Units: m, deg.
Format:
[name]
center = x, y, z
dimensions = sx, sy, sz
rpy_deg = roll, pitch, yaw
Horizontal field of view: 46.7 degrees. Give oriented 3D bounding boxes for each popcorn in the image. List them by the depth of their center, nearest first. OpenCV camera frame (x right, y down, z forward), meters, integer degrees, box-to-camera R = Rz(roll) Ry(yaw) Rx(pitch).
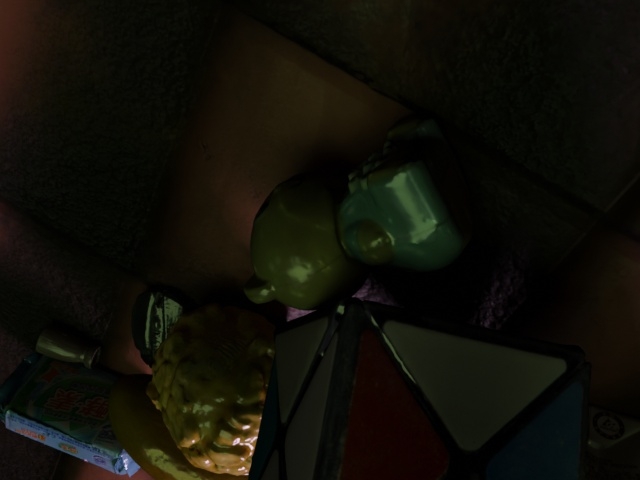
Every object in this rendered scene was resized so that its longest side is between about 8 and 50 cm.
[popcorn]
center = -0.127, 0.202, 1.064
dimensions = 0.250, 0.250, 0.190
rpy_deg = 17, 155, 10

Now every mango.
[mango]
center = -0.175, 0.322, 1.165
dimensions = 0.332, 0.195, 0.142
rpy_deg = 21, 118, -21

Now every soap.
[soap]
center = -0.415, 0.296, 1.295
dimensions = 0.293, 0.156, 0.077
rpy_deg = 18, 132, 8

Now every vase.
[vase]
center = -0.436, 0.186, 1.289
dimensions = 0.101, 0.053, 0.053
rpy_deg = 20, 130, 2

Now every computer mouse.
[computer mouse]
center = -0.248, 0.162, 1.185
dimensions = 0.106, 0.062, 0.192
rpy_deg = 11, 130, 17

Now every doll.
[doll]
center = 0.036, -0.017, 0.855
dimensions = 0.261, 0.177, 0.161
rpy_deg = -21, 115, 25

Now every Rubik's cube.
[Rubik's cube]
center = 0.086, 0.253, 0.848
dimensions = 0.307, 0.305, 0.310
rpy_deg = 14, 164, -15

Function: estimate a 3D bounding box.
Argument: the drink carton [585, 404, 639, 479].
[drink carton]
center = 0.333, 0.390, 0.943
dimensions = 0.132, 0.324, 0.194
rpy_deg = 15, 129, 13
